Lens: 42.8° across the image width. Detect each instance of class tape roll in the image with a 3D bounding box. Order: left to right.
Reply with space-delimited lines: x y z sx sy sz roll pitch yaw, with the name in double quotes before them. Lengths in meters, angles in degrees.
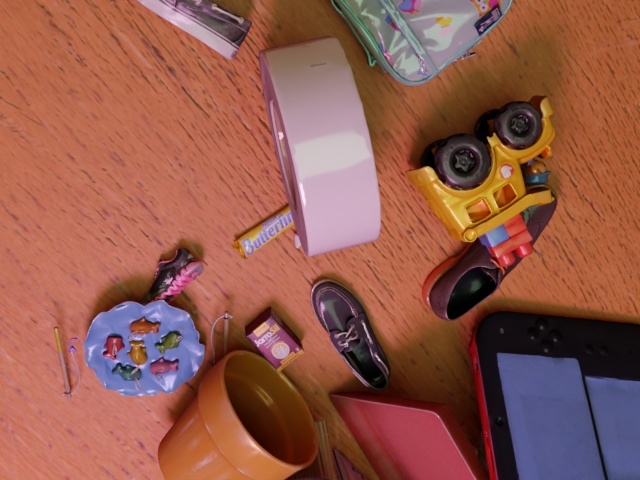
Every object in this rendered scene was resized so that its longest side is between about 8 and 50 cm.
"tape roll" -0.004 -0.126 1.097 0.100 0.286 0.286 -13 107 -5

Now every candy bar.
"candy bar" -0.062 -0.025 1.254 0.161 0.018 0.040 -33 107 0

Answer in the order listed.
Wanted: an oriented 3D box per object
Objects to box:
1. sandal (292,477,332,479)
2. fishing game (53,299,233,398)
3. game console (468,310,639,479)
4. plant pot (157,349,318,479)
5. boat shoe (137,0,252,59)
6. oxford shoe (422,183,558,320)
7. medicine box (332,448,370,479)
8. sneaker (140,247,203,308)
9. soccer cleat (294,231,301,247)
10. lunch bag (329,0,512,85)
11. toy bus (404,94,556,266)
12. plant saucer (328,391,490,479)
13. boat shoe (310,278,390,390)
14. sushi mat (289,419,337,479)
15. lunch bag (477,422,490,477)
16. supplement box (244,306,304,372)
"sandal" -0.059 0.409 1.206 0.254 0.055 0.097 -26 134 28
"fishing game" -0.266 0.171 1.244 0.263 0.041 0.189 -1 120 -11
"game console" 0.410 0.293 1.262 0.341 0.387 0.060 4 147 -10
"plant pot" -0.139 0.304 1.249 0.188 0.205 0.205 -40 108 19
"boat shoe" -0.197 -0.336 1.122 0.219 0.078 0.070 29 100 -23
"oxford shoe" 0.280 0.025 1.278 0.097 0.098 0.271 40 96 -16
"medicine box" 0.019 0.548 1.353 0.289 0.149 0.263 -42 107 4
"sneaker" -0.233 0.057 1.242 0.119 0.047 0.057 -41 76 11
"soccer cleat" 0.000 0.000 1.266 0.083 0.029 0.036 5 113 -7
"lunch bag" 0.121 -0.363 1.144 0.224 0.108 0.279 -40 107 3
"toy bus" 0.266 -0.081 1.200 0.220 0.149 0.212 -31 93 -1
"plant saucer" 0.162 0.339 1.292 0.047 0.259 0.258 -41 110 -30
"boat shoe" 0.053 0.152 1.295 0.075 0.065 0.206 -31 107 0
"sushi mat" -0.032 0.439 1.245 0.151 0.317 0.019 -24 146 18
"lunch bag" 0.382 0.358 1.344 0.218 0.176 0.090 1 105 -8
"supplement box" -0.072 0.156 1.288 0.055 0.043 0.083 -40 107 4
